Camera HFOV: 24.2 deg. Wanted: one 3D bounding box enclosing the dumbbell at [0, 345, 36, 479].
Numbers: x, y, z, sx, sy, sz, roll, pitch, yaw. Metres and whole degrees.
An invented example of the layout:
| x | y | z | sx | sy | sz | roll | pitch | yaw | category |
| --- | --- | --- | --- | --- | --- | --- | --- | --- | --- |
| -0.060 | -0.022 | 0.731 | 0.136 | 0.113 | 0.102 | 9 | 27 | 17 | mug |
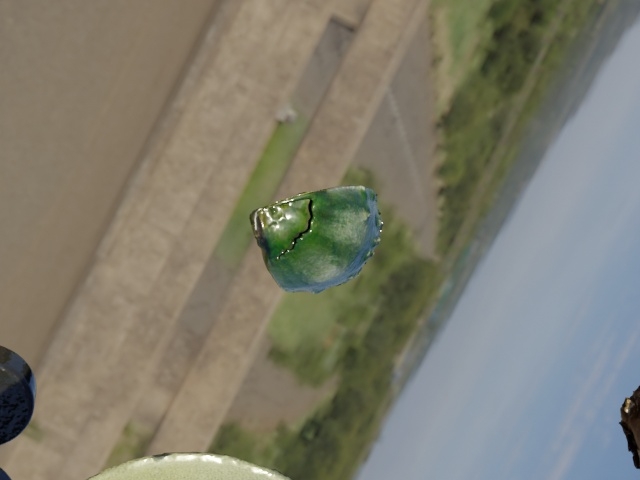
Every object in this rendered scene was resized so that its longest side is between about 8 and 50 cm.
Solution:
| x | y | z | sx | sy | sz | roll | pitch | yaw | category |
| --- | --- | --- | --- | --- | --- | --- | --- | --- | --- |
| -0.295 | 0.175 | 1.250 | 0.191 | 0.100 | 0.100 | -97 | -152 | -58 | dumbbell |

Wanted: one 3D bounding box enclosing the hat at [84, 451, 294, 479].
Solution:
| x | y | z | sx | sy | sz | roll | pitch | yaw | category |
| --- | --- | --- | --- | --- | --- | --- | --- | --- | --- |
| -0.076 | 0.261 | 0.886 | 0.257 | 0.257 | 0.130 | -63 | -171 | -2 | hat |

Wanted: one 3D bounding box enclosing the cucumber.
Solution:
| x | y | z | sx | sy | sz | roll | pitch | yaw | category |
| --- | --- | --- | --- | --- | --- | --- | --- | --- | --- |
| 0.003 | 0.001 | 1.764 | 0.145 | 0.105 | 0.325 | -20 | 172 | 8 | cucumber |

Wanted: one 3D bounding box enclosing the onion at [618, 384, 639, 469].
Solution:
| x | y | z | sx | sy | sz | roll | pitch | yaw | category |
| --- | --- | --- | --- | --- | --- | --- | --- | --- | --- |
| 0.406 | 0.218 | 1.633 | 0.230 | 0.163 | 0.230 | 13 | 90 | -74 | onion |
